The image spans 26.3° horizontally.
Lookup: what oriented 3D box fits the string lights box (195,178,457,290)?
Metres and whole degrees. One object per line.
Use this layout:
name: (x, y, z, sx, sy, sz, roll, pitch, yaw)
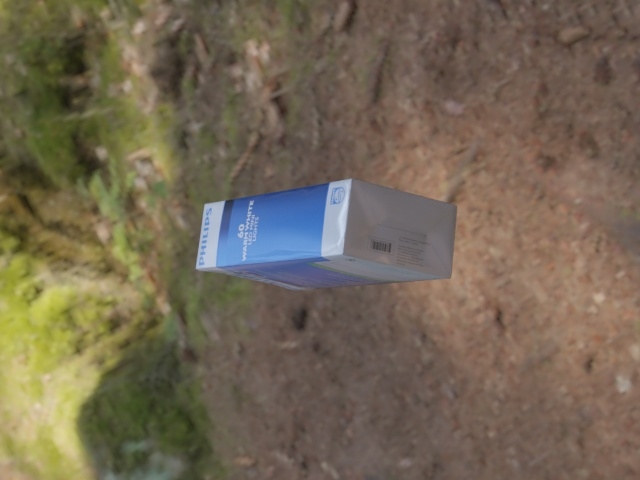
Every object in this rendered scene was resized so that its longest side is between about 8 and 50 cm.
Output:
string lights box: (0.000, 0.000, 1.371, 0.260, 0.133, 0.076, -6, 74, 53)
